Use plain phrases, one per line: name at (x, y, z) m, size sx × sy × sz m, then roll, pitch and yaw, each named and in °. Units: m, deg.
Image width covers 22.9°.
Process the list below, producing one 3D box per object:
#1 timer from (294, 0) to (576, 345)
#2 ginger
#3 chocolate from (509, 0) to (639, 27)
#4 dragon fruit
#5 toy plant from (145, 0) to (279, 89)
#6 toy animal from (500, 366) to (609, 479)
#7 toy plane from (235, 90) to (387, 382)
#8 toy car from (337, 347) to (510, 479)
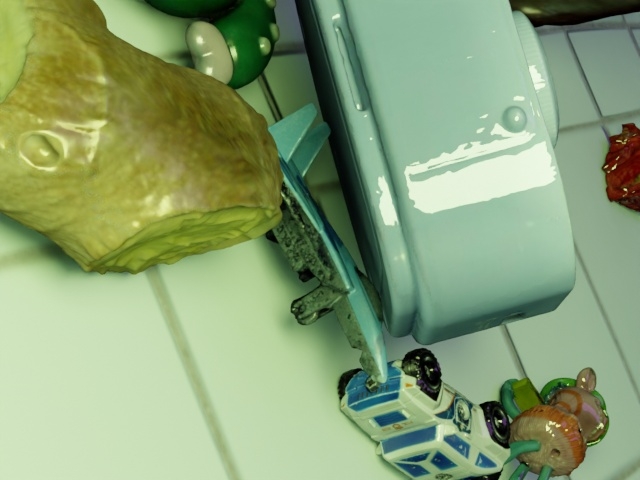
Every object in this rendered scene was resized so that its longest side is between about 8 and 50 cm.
timer at (0.092, -0.106, 1.253) m, size 0.395 × 0.173 × 0.395 m, roll 164°, pitch -90°, yaw -89°
ginger at (-0.138, -0.080, 1.051) m, size 0.221 × 0.130 × 0.276 m, roll 58°, pitch 24°, yaw 6°
chocolate at (0.319, -0.399, 1.658) m, size 0.384 × 0.331 × 0.383 m, roll -10°, pitch 104°, yaw -45°
dragon fruit at (0.373, -0.094, 1.943) m, size 0.097 × 0.063 × 0.131 m, roll 78°, pitch 5°, yaw -61°
toy plant at (-0.099, -0.244, 1.237) m, size 0.232 × 0.113 × 0.243 m, roll 55°, pitch 30°, yaw -35°
toy animal at (0.199, 0.175, 1.446) m, size 0.103 × 0.100 × 0.208 m, roll 28°, pitch 31°, yaw 15°
toy plane at (-0.007, 0.003, 1.210) m, size 0.169 × 0.078 × 0.246 m, roll 50°, pitch 21°, yaw -67°
toy car at (0.091, 0.153, 1.281) m, size 0.171 × 0.080 × 0.070 m, roll 39°, pitch 44°, yaw -39°
